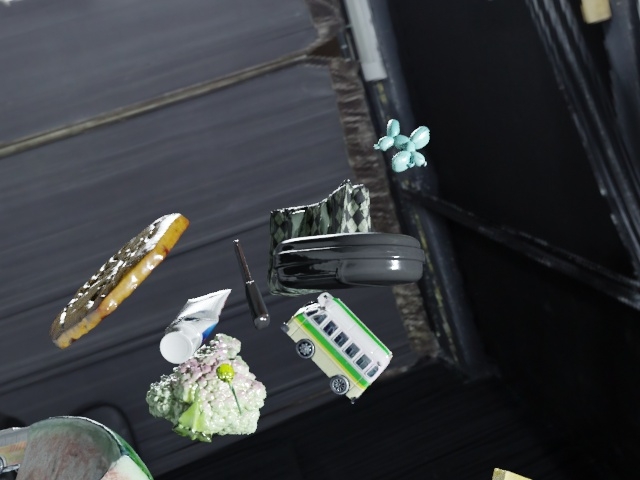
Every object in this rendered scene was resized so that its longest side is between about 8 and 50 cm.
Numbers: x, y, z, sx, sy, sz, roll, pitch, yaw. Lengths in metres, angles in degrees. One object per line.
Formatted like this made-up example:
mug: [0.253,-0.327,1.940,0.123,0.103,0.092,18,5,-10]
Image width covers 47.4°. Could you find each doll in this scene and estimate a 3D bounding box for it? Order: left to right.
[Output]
doll: [0.229,-0.251,1.985,0.159,0.158,0.059,23,-32,22]

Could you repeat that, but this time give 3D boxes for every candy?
candy: [-0.169,0.286,1.402,0.123,0.035,0.035,58,-9,39]

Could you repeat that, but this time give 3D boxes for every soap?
soap: [0.481,0.528,1.490,0.092,0.252,0.037,100,11,-77]

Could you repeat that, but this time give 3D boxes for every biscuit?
biscuit: [-0.395,0.069,1.422,0.046,0.359,0.359,47,-3,-17]

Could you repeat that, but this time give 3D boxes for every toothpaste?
toothpaste: [-0.233,0.148,1.355,0.266,0.096,0.061,-77,151,-74]

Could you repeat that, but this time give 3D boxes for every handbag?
handbag: [0.000,0.000,2.321,0.416,0.180,0.317,-17,-114,53]
handbag: [0.057,0.046,1.430,0.254,0.308,0.093,12,76,-55]

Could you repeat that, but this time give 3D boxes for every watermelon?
watermelon: [-0.436,0.469,1.291,0.250,0.292,0.283,35,-35,63]

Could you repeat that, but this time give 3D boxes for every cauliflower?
cauliflower: [-0.270,0.356,1.691,0.315,0.256,0.239,141,-70,-71]

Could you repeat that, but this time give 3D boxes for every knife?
knife: [-0.130,0.074,1.292,0.230,0.028,0.060,-115,-157,-45]

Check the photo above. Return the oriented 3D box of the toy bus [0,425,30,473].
toy bus: [-0.690,0.491,1.728,0.092,0.268,0.106,28,50,-57]

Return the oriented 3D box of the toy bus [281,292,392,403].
toy bus: [0.052,0.297,2.125,0.305,0.179,0.143,45,19,8]
